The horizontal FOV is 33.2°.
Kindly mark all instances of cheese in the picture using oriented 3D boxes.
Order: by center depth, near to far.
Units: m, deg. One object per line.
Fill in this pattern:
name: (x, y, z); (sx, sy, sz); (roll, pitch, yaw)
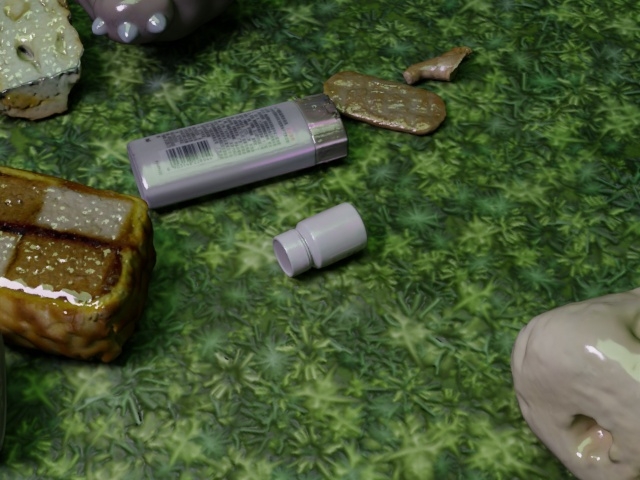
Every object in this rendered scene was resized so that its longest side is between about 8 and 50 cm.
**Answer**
cheese: (0.283, 0.147, 0.905); (0.248, 0.173, 0.251); (10, 58, 5)

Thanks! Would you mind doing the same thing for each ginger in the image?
ginger: (0.145, -0.201, 1.258); (0.097, 0.030, 0.048); (-25, 29, -22)

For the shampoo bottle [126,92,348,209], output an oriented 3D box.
shampoo bottle: (-0.088, -0.098, 1.156); (0.227, 0.056, 0.086); (-17, 52, -14)

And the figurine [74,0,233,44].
figurine: (-0.225, -0.371, 1.287); (0.248, 0.203, 0.380); (-38, 50, -9)

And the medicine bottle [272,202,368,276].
medicine bottle: (0.000, 0.000, 1.084); (0.089, 0.052, 0.052); (-24, 56, -19)

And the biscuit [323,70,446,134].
biscuit: (0.072, -0.158, 1.230); (0.147, 0.018, 0.071); (16, 55, 12)

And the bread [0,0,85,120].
bread: (-0.348, -0.241, 1.250); (0.128, 0.088, 0.232); (-20, 61, -5)

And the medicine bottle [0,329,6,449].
medicine bottle: (-0.396, 0.132, 0.922); (0.237, 0.139, 0.139); (-1, 52, -11)

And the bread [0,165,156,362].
bread: (-0.269, 0.016, 1.034); (0.222, 0.096, 0.181); (12, 49, 6)
